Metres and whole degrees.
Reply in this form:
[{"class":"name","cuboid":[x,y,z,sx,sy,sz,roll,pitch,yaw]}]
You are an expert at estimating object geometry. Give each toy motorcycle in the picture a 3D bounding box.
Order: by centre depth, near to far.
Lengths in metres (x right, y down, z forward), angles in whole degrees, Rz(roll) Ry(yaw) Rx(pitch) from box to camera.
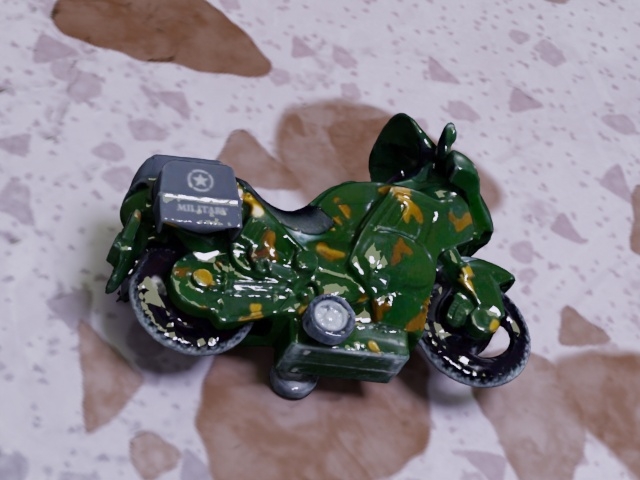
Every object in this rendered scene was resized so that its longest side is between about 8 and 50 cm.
[{"class":"toy motorcycle","cuboid":[0.000,0.000,1.145,0.274,0.125,0.187,6,57,-19]}]
